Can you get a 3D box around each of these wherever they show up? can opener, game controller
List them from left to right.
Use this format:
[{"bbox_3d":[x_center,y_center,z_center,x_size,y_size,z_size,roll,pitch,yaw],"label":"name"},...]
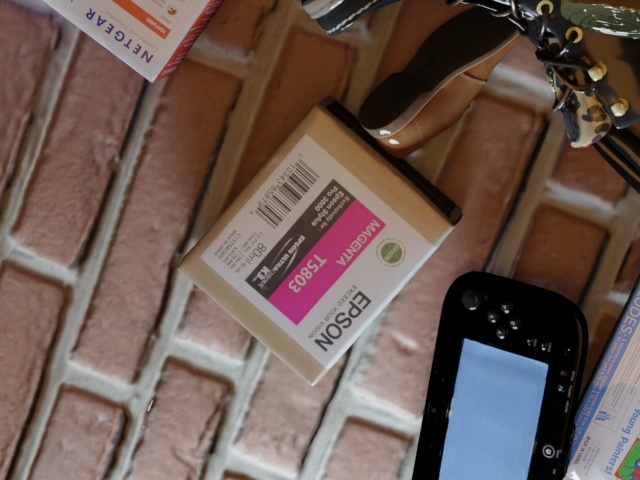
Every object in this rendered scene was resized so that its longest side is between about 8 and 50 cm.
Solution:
[{"bbox_3d":[0.183,0.195,1.828,0.166,0.067,0.319,20,107,39],"label":"game controller"},{"bbox_3d":[0.348,-0.054,1.780,0.186,0.073,0.059,37,144,4],"label":"can opener"}]

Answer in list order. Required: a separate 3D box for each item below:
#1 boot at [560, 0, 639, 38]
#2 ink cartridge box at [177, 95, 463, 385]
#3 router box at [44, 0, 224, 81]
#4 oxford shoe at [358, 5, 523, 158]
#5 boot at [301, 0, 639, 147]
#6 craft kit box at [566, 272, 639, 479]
[{"bbox_3d":[0.332,-0.321,1.619,0.236,0.089,0.269,5,82,-19],"label":"boot"},{"bbox_3d":[0.000,0.000,1.828,0.193,0.088,0.235,41,104,1],"label":"ink cartridge box"},{"bbox_3d":[-0.211,-0.381,1.790,0.335,0.082,0.301,38,105,1],"label":"router box"},{"bbox_3d":[0.137,-0.166,1.783,0.212,0.076,0.076,-40,132,1],"label":"oxford shoe"},{"bbox_3d":[0.196,-0.218,1.674,0.377,0.138,0.284,-33,100,-21],"label":"boot"},{"bbox_3d":[0.399,0.173,1.811,0.246,0.061,0.250,26,105,7],"label":"craft kit box"}]
